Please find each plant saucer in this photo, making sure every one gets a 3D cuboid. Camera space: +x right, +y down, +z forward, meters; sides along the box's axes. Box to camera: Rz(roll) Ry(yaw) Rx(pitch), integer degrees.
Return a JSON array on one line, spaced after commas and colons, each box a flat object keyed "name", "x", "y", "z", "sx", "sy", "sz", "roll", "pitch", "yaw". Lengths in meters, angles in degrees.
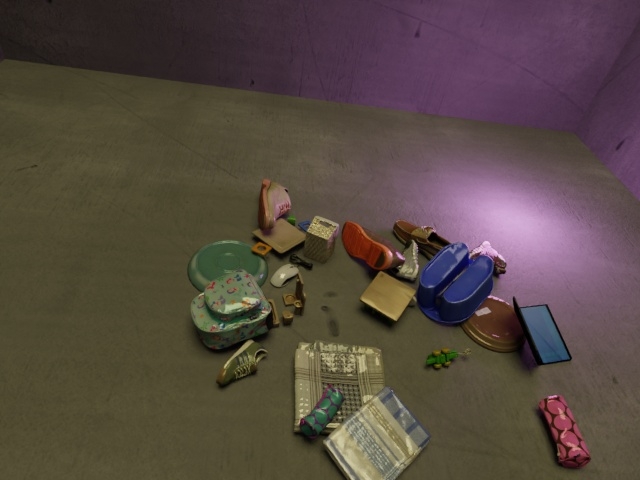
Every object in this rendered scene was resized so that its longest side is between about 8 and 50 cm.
[{"name": "plant saucer", "x": -0.364, "y": 0.098, "z": 1.748, "sx": 0.317, "sy": 0.044, "sz": 0.318, "roll": 7, "pitch": 42, "yaw": -6}, {"name": "plant saucer", "x": 0.684, "y": 0.318, "z": 1.747, "sx": 0.277, "sy": 0.041, "sz": 0.278, "roll": 6, "pitch": 42, "yaw": -5}]

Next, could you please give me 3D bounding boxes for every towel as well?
[{"name": "towel", "x": 0.168, "y": 0.588, "z": 1.287, "sx": 0.284, "sy": 0.034, "sz": 0.209, "roll": -29, "pitch": 65, "yaw": -31}, {"name": "towel", "x": 0.068, "y": 0.465, "z": 1.425, "sx": 0.311, "sy": 0.056, "sz": 0.324, "roll": 6, "pitch": 41, "yaw": -7}]

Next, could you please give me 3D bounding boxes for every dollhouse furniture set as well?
[{"name": "dollhouse furniture set", "x": -0.135, "y": 0.218, "z": 1.603, "sx": 0.151, "sy": 0.123, "sz": 0.144, "roll": -5, "pitch": 43, "yaw": -18}]

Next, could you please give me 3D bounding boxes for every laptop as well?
[{"name": "laptop", "x": 0.830, "y": 0.331, "z": 1.642, "sx": 0.136, "sy": 0.264, "sz": 0.235, "roll": -21, "pitch": 60, "yaw": 16}]

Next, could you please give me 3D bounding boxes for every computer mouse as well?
[{"name": "computer mouse", "x": -0.123, "y": 0.121, "z": 1.777, "sx": 0.106, "sy": 0.042, "sz": 0.193, "roll": 32, "pitch": 45, "yaw": 20}]

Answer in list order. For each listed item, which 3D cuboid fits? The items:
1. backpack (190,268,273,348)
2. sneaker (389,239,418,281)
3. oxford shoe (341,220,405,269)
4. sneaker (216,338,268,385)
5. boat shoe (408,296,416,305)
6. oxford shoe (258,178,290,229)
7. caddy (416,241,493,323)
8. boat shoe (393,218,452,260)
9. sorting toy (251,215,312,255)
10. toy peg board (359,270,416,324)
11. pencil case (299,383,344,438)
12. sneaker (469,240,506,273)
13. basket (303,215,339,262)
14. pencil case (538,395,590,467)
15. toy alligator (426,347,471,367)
[{"name": "backpack", "x": -0.308, "y": 0.236, "z": 1.493, "sx": 0.253, "sy": 0.191, "sz": 0.225, "roll": -24, "pitch": 46, "yaw": -15}, {"name": "sneaker", "x": 0.351, "y": 0.073, "z": 1.912, "sx": 0.132, "sy": 0.086, "sz": 0.229, "roll": 8, "pitch": 42, "yaw": -1}, {"name": "oxford shoe", "x": 0.216, "y": 0.024, "z": 1.902, "sx": 0.132, "sy": 0.130, "sz": 0.363, "roll": 3, "pitch": 26, "yaw": -34}, {"name": "sneaker", "x": -0.243, "y": 0.400, "z": 1.416, "sx": 0.086, "sy": 0.064, "sz": 0.192, "roll": 22, "pitch": 39, "yaw": 19}, {"name": "boat shoe", "x": 0.307, "y": 0.201, "z": 1.778, "sx": 0.184, "sy": 0.066, "sz": 0.063, "roll": 20, "pitch": 42, "yaw": 24}, {"name": "oxford shoe", "x": -0.202, "y": -0.168, "z": 1.987, "sx": 0.146, "sy": 0.141, "sz": 0.397, "roll": 10, "pitch": 32, "yaw": -11}, {"name": "caddy", "x": 0.538, "y": 0.174, "z": 1.762, "sx": 0.341, "sy": 0.179, "sz": 0.241, "roll": -40, "pitch": 51, "yaw": -22}, {"name": "boat shoe", "x": 0.484, "y": -0.011, "z": 2.007, "sx": 0.324, "sy": 0.120, "sz": 0.122, "roll": 36, "pitch": 46, "yaw": 26}, {"name": "sorting toy", "x": -0.174, "y": -0.013, "z": 1.911, "sx": 0.195, "sy": 0.047, "sz": 0.347, "roll": 31, "pitch": 40, "yaw": 27}, {"name": "toy peg board", "x": 0.255, "y": 0.230, "z": 1.697, "sx": 0.161, "sy": 0.079, "sz": 0.161, "roll": 30, "pitch": 55, "yaw": 19}, {"name": "pencil case", "x": 0.005, "y": 0.501, "z": 1.291, "sx": 0.070, "sy": 0.064, "sz": 0.151, "roll": 54, "pitch": 47, "yaw": -3}, {"name": "sneaker", "x": 0.733, "y": 0.108, "z": 1.946, "sx": 0.162, "sy": 0.107, "sz": 0.281, "roll": 39, "pitch": 47, "yaw": 24}, {"name": "basket", "x": 0.000, "y": 0.000, "z": 1.854, "sx": 0.113, "sy": 0.167, "sz": 0.103, "roll": 21, "pitch": 48, "yaw": 12}, {"name": "pencil case", "x": 0.771, "y": 0.606, "z": 1.407, "sx": 0.098, "sy": 0.095, "sz": 0.209, "roll": -6, "pitch": 39, "yaw": 4}, {"name": "toy alligator", "x": 0.449, "y": 0.413, "z": 1.579, "sx": 0.189, "sy": 0.056, "sz": 0.051, "roll": -8, "pitch": 4, "yaw": -21}]
